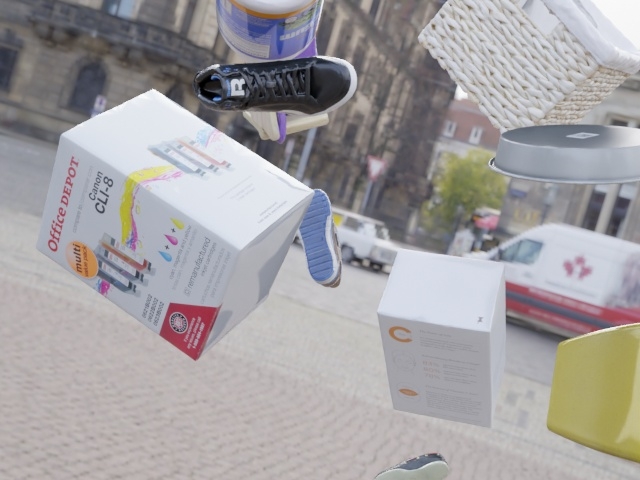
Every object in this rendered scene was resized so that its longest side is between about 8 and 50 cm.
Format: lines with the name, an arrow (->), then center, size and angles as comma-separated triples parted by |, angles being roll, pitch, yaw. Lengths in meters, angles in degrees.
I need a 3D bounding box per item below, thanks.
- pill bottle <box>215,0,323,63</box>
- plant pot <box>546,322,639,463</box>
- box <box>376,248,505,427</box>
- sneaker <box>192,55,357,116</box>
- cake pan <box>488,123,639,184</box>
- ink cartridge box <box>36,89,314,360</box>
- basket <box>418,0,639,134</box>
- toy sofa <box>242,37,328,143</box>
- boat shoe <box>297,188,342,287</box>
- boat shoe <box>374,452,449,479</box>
pill bottle -> -0.071, -0.337, 1.300 | 0.152, 0.152, 0.272 | 16, -10, -2
plant pot -> 0.476, 0.248, 1.458 | 0.187, 0.212, 0.212 | -1, -20, 42
box -> 0.251, 0.201, 1.871 | 0.215, 0.168, 0.345 | 8, -39, 17
sneaker -> -0.070, -0.198, 1.229 | 0.217, 0.079, 0.121 | 0, 9, 30
cake pan -> 0.425, -0.147, 1.536 | 0.293, 0.054, 0.293 | -1, 16, 0
ink cartridge box -> -0.124, -0.018, 0.783 | 0.176, 0.128, 0.127 | 33, 35, 12
basket -> 0.430, -0.393, 1.885 | 0.328, 0.266, 0.331 | 52, 28, 14
toy sofa -> -0.068, -0.382, 1.822 | 0.150, 0.362, 0.177 | -17, 34, -21
boat shoe -> 0.000, 0.000, 1.605 | 0.066, 0.183, 0.066 | -14, -30, 17
boat shoe -> 0.157, 0.406, 1.627 | 0.133, 0.049, 0.042 | -16, 16, 2
